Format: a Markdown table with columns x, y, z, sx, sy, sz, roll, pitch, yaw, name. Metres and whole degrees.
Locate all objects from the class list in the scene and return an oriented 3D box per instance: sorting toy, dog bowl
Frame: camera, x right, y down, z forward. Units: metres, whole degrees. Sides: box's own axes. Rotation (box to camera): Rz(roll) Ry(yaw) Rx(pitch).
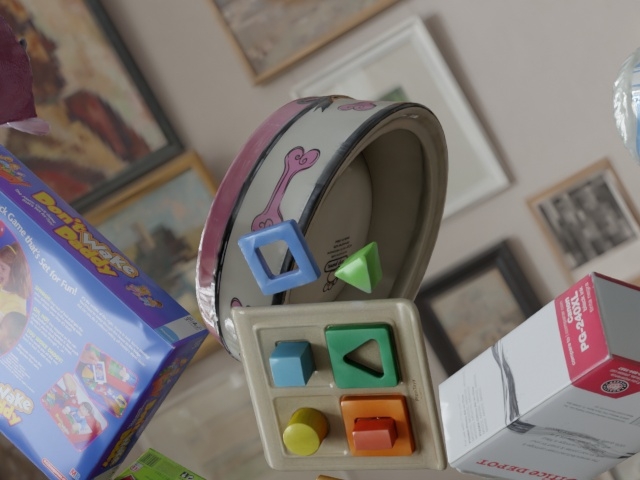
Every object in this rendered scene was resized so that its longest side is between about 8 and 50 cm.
| x | y | z | sx | sy | sz | roll | pitch | yaw | name |
| --- | --- | --- | --- | --- | --- | --- | --- | --- | --- |
| 0.013 | 0.147 | 1.345 | 0.196 | 0.348 | 0.047 | -2 | 24 | 23 | sorting toy |
| 0.000 | 0.000 | 1.798 | 0.408 | 0.150 | 0.408 | -45 | -33 | -40 | dog bowl |

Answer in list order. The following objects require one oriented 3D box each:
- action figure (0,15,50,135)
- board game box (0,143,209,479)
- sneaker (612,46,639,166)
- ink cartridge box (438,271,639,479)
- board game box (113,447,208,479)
| x | y | z | sx | sy | sz | roll | pitch | yaw | name |
| --- | --- | --- | --- | --- | --- | --- | --- | --- | --- |
| -0.507 | -0.149 | 1.710 | 0.248 | 0.276 | 0.370 | 0 | 38 | 13 | action figure |
| -0.321 | 0.084 | 1.583 | 0.233 | 0.347 | 0.078 | -55 | -15 | 22 | board game box |
| 0.238 | -0.042 | 0.808 | 0.086 | 0.085 | 0.237 | 9 | -12 | 33 | sneaker |
| 0.161 | 0.092 | 0.883 | 0.109 | 0.063 | 0.150 | 17 | -40 | -31 | ink cartridge box |
| -0.153 | 0.306 | 1.579 | 0.181 | 0.043 | 0.092 | 22 | 47 | 34 | board game box |
